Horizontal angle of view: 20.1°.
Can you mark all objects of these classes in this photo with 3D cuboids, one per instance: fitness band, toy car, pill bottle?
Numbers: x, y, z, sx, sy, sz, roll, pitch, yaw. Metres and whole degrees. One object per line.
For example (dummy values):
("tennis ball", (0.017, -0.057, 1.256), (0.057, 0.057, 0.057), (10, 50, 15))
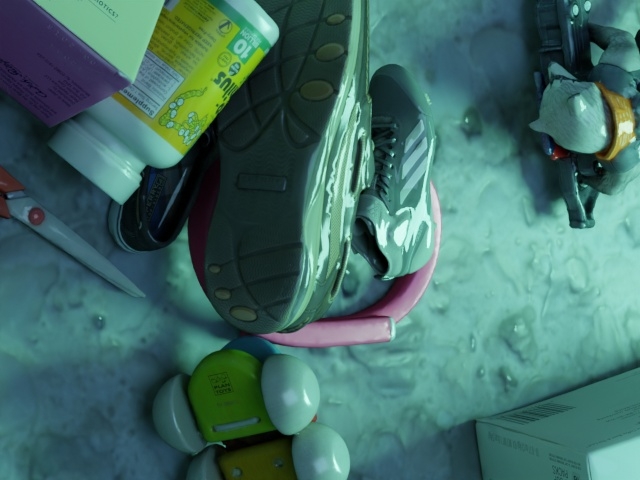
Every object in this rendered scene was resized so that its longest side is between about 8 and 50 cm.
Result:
("fitness band", (0.000, 0.000, 1.778), (0.291, 0.054, 0.209), (0, 93, -35))
("toy car", (-0.057, 0.170, 1.711), (0.182, 0.159, 0.136), (66, 25, -20))
("pill bottle", (-0.142, -0.138, 1.588), (0.117, 0.117, 0.208), (40, 87, -29))

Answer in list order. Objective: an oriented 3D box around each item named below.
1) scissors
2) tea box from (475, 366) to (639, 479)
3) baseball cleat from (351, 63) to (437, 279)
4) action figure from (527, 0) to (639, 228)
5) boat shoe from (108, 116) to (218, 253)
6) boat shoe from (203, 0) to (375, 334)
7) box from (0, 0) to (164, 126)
("scissors", (-0.264, -0.040, 1.614), (0.297, 0.021, 0.109), (22, 78, -31))
("tea box", (0.376, 0.315, 1.936), (0.329, 0.220, 0.323), (-14, 100, -26))
("baseball cleat", (0.065, -0.065, 1.742), (0.109, 0.072, 0.206), (-17, 100, -51))
("action figure", (0.339, -0.196, 1.928), (0.330, 0.178, 0.341), (-29, 111, -40))
("boat shoe", (-0.129, -0.095, 1.670), (0.080, 0.076, 0.228), (29, 77, -32))
("boat shoe", (-0.020, -0.087, 1.674), (0.130, 0.132, 0.355), (18, 84, -63))
("box", (-0.235, -0.262, 1.514), (0.213, 0.117, 0.243), (39, 49, -30))
